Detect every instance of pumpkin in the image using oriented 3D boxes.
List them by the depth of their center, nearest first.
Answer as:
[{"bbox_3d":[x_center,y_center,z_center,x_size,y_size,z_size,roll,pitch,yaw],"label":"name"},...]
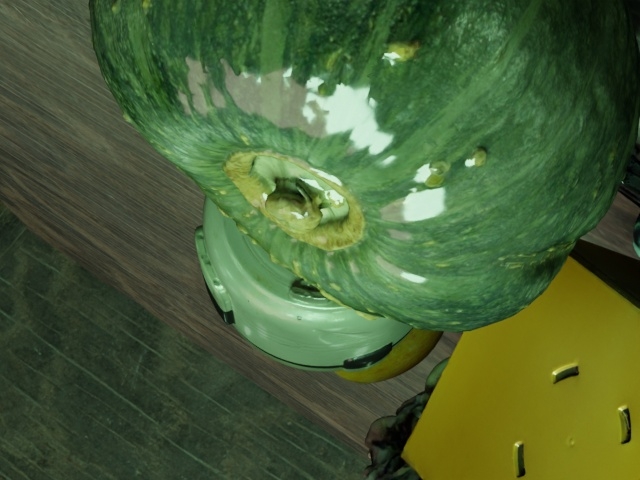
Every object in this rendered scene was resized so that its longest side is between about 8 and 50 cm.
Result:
[{"bbox_3d":[0.030,-0.102,1.057,0.292,0.257,0.327,15,150,33],"label":"pumpkin"}]

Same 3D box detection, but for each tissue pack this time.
[{"bbox_3d":[0.209,0.137,1.181,0.145,0.194,0.274,14,-161,-36],"label":"tissue pack"}]

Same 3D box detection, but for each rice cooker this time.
[{"bbox_3d":[0.000,0.000,1.651,0.226,0.226,0.244,36,171,10],"label":"rice cooker"}]

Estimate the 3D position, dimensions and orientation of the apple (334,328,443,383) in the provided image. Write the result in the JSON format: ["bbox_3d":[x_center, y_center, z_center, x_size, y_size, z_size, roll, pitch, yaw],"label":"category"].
[{"bbox_3d":[0.040,0.069,1.941,0.182,0.155,0.182,35,166,10],"label":"apple"}]

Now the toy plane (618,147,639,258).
[{"bbox_3d":[0.246,-0.014,1.276,0.197,0.053,0.078,37,160,1],"label":"toy plane"}]

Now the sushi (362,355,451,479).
[{"bbox_3d":[0.166,0.198,1.778,0.171,0.270,0.236,42,-163,-29],"label":"sushi"}]

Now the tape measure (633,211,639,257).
[{"bbox_3d":[0.281,0.009,1.104,0.182,0.107,0.181,33,171,17],"label":"tape measure"}]
